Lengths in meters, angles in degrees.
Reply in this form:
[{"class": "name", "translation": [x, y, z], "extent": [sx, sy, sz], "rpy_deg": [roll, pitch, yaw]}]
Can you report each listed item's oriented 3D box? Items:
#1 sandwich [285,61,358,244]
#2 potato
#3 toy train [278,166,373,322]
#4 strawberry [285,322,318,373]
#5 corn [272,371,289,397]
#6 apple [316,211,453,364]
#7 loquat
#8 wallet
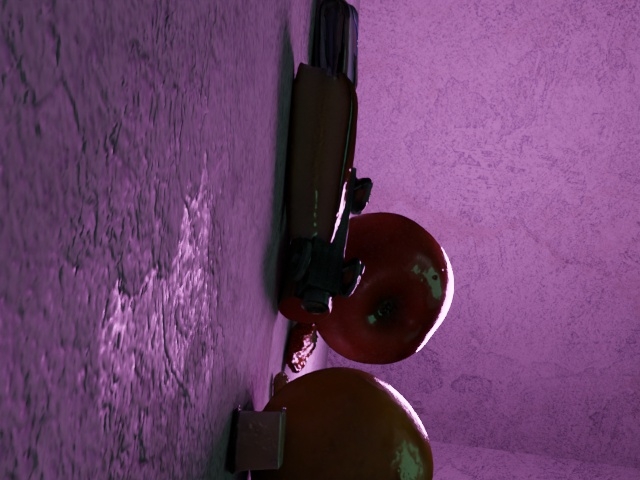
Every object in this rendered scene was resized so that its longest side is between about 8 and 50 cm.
[{"class": "sandwich", "translation": [0.000, -0.130, 1.147], "extent": [0.096, 0.094, 0.258], "rpy_deg": [-59, 157, -70]}, {"class": "potato", "translation": [-0.072, 0.238, 0.936], "extent": [0.122, 0.061, 0.086], "rpy_deg": [85, 9, -76]}, {"class": "toy train", "translation": [0.000, 0.000, 1.267], "extent": [0.177, 0.116, 0.286], "rpy_deg": [131, -28, -56]}, {"class": "strawberry", "translation": [-0.041, 0.203, 1.502], "extent": [0.152, 0.048, 0.104], "rpy_deg": [-29, 133, -69]}, {"class": "corn", "translation": [-0.067, 0.251, 1.298], "extent": [0.028, 0.027, 0.083], "rpy_deg": [-52, 154, -51]}, {"class": "apple", "translation": [0.129, 0.109, 1.732], "extent": [0.277, 0.348, 0.349], "rpy_deg": [-124, -143, -67]}, {"class": "loquat", "translation": [0.028, 0.305, 1.085], "extent": [0.263, 0.262, 0.263], "rpy_deg": [7, 90, -86]}, {"class": "wallet", "translation": [0.034, -0.351, 1.417], "extent": [0.250, 0.074, 0.176], "rpy_deg": [-66, 159, -76]}]
